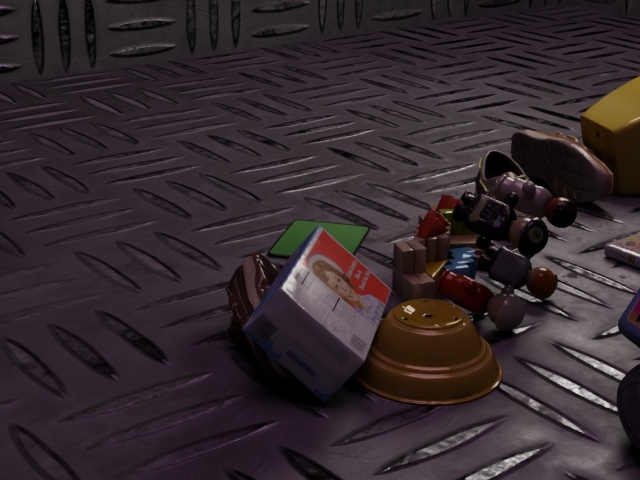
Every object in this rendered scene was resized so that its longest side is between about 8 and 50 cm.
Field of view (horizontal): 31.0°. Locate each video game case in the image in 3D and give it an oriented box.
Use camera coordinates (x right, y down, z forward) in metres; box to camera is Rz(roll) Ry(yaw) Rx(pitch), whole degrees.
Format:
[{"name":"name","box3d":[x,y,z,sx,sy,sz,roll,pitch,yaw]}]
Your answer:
[{"name":"video game case","box3d":[0.655,0.022,2.036,0.227,0.026,0.206,-16,26,-35]}]

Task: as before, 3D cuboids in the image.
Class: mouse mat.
[{"name":"mouse mat","box3d":[0.000,0.000,2.100,0.153,0.007,0.189,6,21,13]}]

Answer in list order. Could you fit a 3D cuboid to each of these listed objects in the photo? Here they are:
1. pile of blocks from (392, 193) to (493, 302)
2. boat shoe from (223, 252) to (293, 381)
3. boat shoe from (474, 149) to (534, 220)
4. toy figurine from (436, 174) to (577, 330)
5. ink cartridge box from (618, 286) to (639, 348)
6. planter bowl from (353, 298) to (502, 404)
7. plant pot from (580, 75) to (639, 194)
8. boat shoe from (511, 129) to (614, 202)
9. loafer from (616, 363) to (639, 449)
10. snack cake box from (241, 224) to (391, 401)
[{"name":"pile of blocks","box3d":[0.223,-0.003,1.968,0.149,0.112,0.362,7,23,16]},{"name":"boat shoe","box3d":[-0.090,0.128,1.687,0.095,0.095,0.257,-38,30,14]},{"name":"boat shoe","box3d":[0.358,-0.091,2.227,0.109,0.091,0.305,-1,21,-3]},{"name":"toy figurine","box3d":[0.299,0.016,1.796,0.148,0.213,0.210,25,28,29]},{"name":"ink cartridge box","box3d":[0.613,0.104,1.424,0.395,0.270,0.151,33,3,43]},{"name":"planter bowl","box3d":[0.151,0.141,1.628,0.217,0.090,0.217,0,21,0]},{"name":"plant pot","box3d":[0.663,-0.204,2.400,0.187,0.212,0.212,-18,25,-12]},{"name":"boat shoe","box3d":[0.518,-0.165,2.389,0.117,0.123,0.324,-5,24,-21]},{"name":"loafer","box3d":[0.454,0.250,1.389,0.109,0.095,0.302,-42,22,6]},{"name":"snack cake box","box3d":[0.002,0.096,1.630,0.152,0.089,0.264,41,22,-3]}]
